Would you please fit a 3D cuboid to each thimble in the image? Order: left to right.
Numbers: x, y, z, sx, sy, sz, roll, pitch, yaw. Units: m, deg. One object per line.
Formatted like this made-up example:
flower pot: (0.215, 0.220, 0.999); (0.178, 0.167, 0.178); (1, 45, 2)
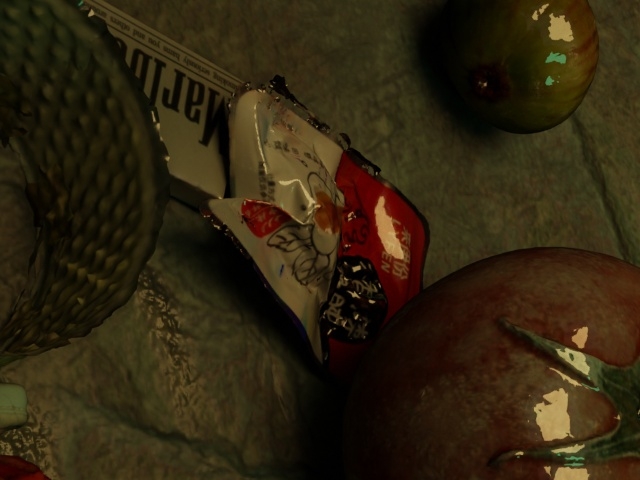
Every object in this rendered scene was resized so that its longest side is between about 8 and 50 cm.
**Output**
thimble: (-0.246, -0.039, 1.094); (0.270, 0.150, 0.271); (16, 64, -37)

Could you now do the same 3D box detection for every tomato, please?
tomato: (0.173, 0.161, 1.297); (0.316, 0.282, 0.317); (16, 64, -35)

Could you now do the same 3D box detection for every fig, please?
fig: (0.202, -0.212, 1.573); (0.151, 0.151, 0.259); (50, 44, -16)

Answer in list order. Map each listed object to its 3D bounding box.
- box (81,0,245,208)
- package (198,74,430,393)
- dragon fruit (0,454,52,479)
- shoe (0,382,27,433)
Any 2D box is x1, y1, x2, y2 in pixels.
box: (-0.138, -0.108, 1.297); (0.177, 0.036, 0.115); (27, 58, -32)
package: (0.000, 0.000, 1.361); (0.269, 0.071, 0.194); (45, 58, -45)
dragon fruit: (-0.188, 0.239, 0.987); (0.252, 0.241, 0.241); (37, 50, -49)
shoe: (-0.259, 0.135, 1.063); (0.195, 0.079, 0.078); (-10, 76, -47)
